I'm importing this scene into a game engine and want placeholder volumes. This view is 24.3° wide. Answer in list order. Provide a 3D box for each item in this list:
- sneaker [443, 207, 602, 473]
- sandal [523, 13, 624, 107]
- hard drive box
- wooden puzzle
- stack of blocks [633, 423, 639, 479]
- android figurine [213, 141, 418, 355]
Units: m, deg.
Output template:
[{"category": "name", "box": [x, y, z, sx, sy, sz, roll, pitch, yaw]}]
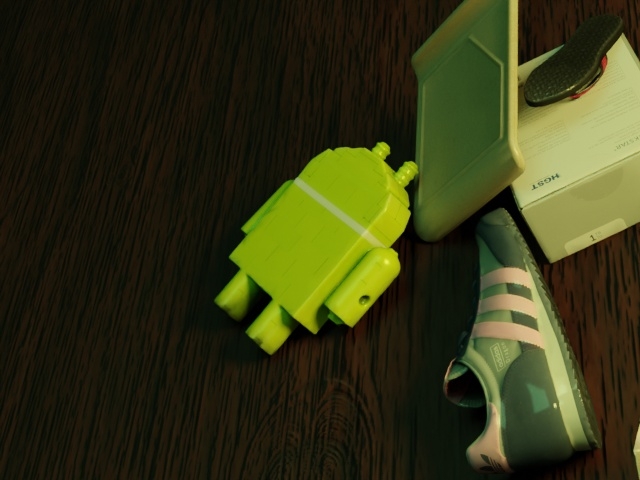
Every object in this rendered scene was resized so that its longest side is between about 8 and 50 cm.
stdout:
[{"category": "sneaker", "box": [0.170, 0.092, 1.450, 0.131, 0.112, 0.319, -23, 37, 10]}, {"category": "sandal", "box": [0.279, -0.185, 1.595, 0.067, 0.040, 0.179, 9, 39, 35]}, {"category": "hard drive box", "box": [0.284, -0.111, 1.607, 0.181, 0.089, 0.232, -25, 37, 12]}, {"category": "wooden puzzle", "box": [0.165, -0.142, 1.634, 0.221, 0.044, 0.238, 136, 138, -57]}, {"category": "stack of blocks", "box": [0.289, 0.213, 1.090, 0.087, 0.171, 0.297, -7, 21, 24]}, {"category": "android figurine", "box": [0.000, 0.000, 1.695, 0.273, 0.056, 0.248, -49, 38, -3]}]
